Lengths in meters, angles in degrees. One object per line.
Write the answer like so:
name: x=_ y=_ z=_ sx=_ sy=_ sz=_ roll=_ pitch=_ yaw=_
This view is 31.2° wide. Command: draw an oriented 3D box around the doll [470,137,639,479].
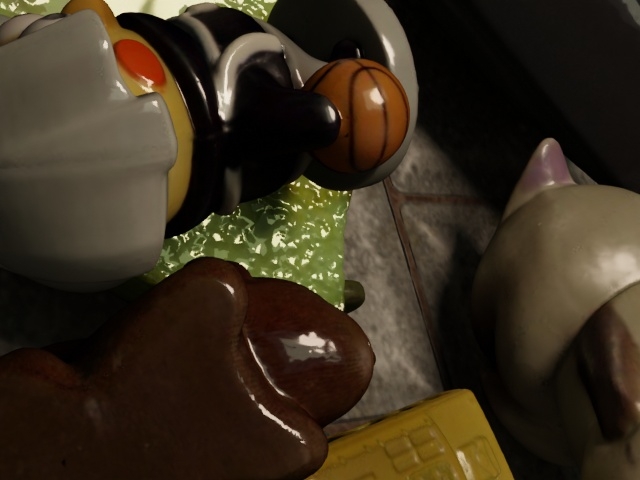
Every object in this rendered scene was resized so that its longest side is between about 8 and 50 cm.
doll: x=0.245 y=0.112 z=0.870 sx=0.215 sy=0.226 sz=0.370 roll=42 pitch=6 yaw=-45

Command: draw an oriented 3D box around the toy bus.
toy bus: x=-0.020 y=0.188 z=0.691 sx=0.336 sy=0.123 sz=0.121 roll=-13 pitch=76 yaw=-46

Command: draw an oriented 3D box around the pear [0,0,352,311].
pear: x=-0.126 y=-0.086 z=0.713 sx=0.282 sy=0.176 sz=0.286 roll=9 pitch=79 yaw=-32

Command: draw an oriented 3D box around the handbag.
handbag: x=0.223 y=-0.201 z=1.032 sx=0.302 sy=0.178 sz=0.275 roll=46 pitch=13 yaw=-12

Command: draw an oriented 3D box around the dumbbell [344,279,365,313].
dumbbell: x=0.000 y=0.000 z=0.871 sx=0.052 sy=0.046 sz=0.118 roll=4 pitch=64 yaw=-35

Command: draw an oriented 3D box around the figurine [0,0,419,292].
figurine: x=-0.069 y=-0.056 z=0.549 sx=0.236 sy=0.176 sz=0.133 roll=-16 pitch=106 yaw=-34

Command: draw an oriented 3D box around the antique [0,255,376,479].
antique: x=-0.098 y=0.090 z=0.596 sx=0.143 sy=0.257 sz=0.121 roll=-57 pitch=122 yaw=-84
